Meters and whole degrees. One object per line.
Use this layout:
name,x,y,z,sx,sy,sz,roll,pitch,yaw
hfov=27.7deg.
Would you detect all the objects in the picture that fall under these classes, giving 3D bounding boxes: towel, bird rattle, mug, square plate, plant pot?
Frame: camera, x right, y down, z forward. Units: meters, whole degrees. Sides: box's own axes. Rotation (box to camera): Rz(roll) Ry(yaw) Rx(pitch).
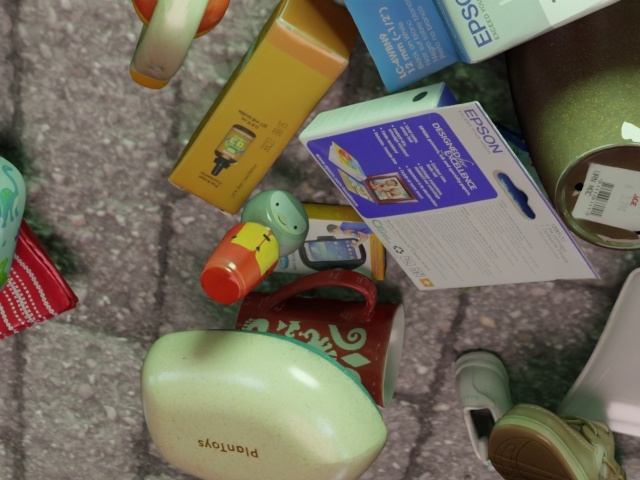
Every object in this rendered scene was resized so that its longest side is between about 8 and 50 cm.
towel,-0.423,0.040,1.443,0.274,0.031,0.199,-23,109,23
bird rattle,-0.093,-0.228,1.035,0.143,0.207,0.253,20,161,-22
mug,0.000,0.094,1.397,0.169,0.113,0.150,7,101,13
square plate,0.440,0.131,1.300,0.344,0.049,0.347,12,149,3
plant pot,0.248,-0.106,1.056,0.215,0.230,0.215,7,133,8

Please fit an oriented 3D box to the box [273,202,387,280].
box,0.000,0.000,1.350,0.136,0.028,0.081,3,132,8

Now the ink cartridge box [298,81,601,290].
ink cartridge box,0.115,-0.041,1.113,0.208,0.045,0.206,-6,132,47

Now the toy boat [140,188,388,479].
toy boat,-0.054,0.112,1.291,0.267,0.148,0.318,11,124,20

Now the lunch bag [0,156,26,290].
lunch bag,-0.423,-0.034,1.341,0.219,0.090,0.176,22,114,7

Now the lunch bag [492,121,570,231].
lunch bag,0.149,-0.041,1.231,0.128,0.096,0.151,-22,133,30

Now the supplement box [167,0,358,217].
supplement box,-0.055,-0.128,1.215,0.078,0.080,0.233,30,130,-13

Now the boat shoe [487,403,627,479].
boat shoe,0.267,0.235,1.408,0.109,0.098,0.302,12,156,35

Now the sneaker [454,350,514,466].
sneaker,0.205,0.226,1.460,0.080,0.094,0.212,-20,124,27

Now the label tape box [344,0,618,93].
label tape box,0.126,-0.273,0.959,0.347,0.115,0.249,-22,99,28
